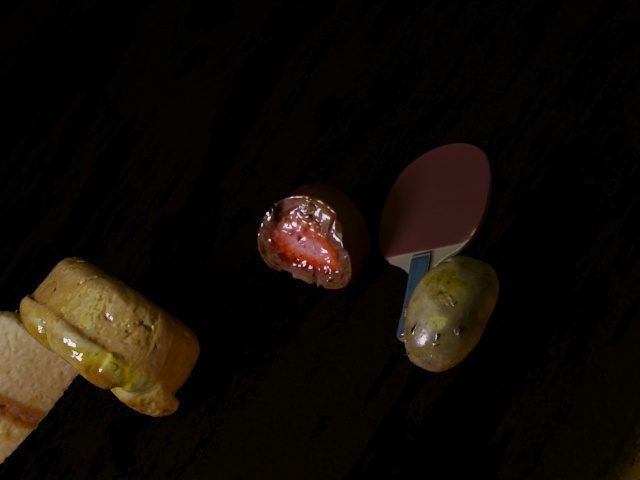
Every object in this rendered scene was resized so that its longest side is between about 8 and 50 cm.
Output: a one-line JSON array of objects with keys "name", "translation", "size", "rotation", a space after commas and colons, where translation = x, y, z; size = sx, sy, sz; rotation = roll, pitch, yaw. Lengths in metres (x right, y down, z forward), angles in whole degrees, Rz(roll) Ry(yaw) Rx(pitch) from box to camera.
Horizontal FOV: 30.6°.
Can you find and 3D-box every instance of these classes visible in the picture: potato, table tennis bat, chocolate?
[{"name": "potato", "translation": [0.139, 0.075, 1.266], "size": [0.091, 0.070, 0.138], "rotation": [10, 67, 37]}, {"name": "table tennis bat", "translation": [0.128, -0.003, 1.380], "size": [0.154, 0.021, 0.274], "rotation": [-13, 50, 37]}, {"name": "chocolate", "translation": [0.000, 0.000, 1.427], "size": [0.127, 0.133, 0.124], "rotation": [-40, -8, -19]}]

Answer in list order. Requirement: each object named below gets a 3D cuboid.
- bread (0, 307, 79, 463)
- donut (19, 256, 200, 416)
[{"name": "bread", "translation": [-0.477, 0.189, 1.678], "size": [0.240, 0.178, 0.135], "rotation": [-51, 40, 2]}, {"name": "donut", "translation": [-0.274, 0.118, 1.520], "size": [0.261, 0.208, 0.128], "rotation": [26, 78, 45]}]
